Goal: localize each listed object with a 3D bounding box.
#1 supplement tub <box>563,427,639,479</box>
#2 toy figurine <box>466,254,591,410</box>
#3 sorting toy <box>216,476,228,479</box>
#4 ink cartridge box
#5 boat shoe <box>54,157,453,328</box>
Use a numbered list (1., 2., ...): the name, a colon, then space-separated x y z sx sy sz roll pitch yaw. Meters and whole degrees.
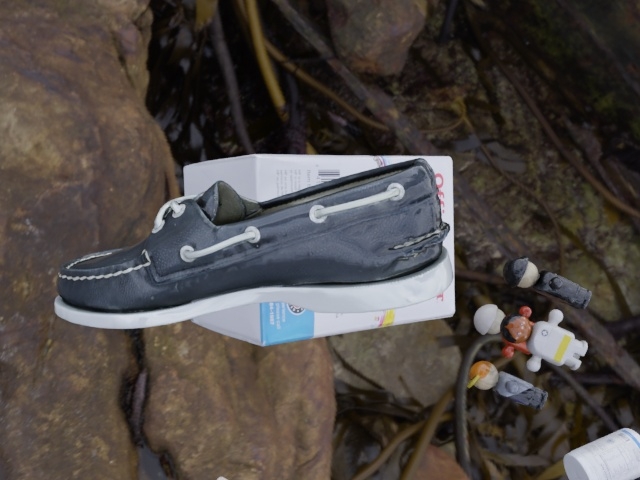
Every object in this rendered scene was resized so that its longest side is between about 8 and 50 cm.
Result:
1. supplement tub: 0.422 0.326 1.020 0.107 0.071 0.071 -19 78 -12
2. toy figurine: 0.346 0.158 1.188 0.148 0.213 0.209 24 45 3
3. sorting toy: -0.098 0.286 0.733 0.083 0.062 0.012 43 17 -28
4. ink cartridge box: 0.000 0.000 0.844 0.270 0.197 0.198 -4 94 -33
5. boat shoe: -0.060 0.000 0.500 0.114 0.303 0.091 -63 144 -70
